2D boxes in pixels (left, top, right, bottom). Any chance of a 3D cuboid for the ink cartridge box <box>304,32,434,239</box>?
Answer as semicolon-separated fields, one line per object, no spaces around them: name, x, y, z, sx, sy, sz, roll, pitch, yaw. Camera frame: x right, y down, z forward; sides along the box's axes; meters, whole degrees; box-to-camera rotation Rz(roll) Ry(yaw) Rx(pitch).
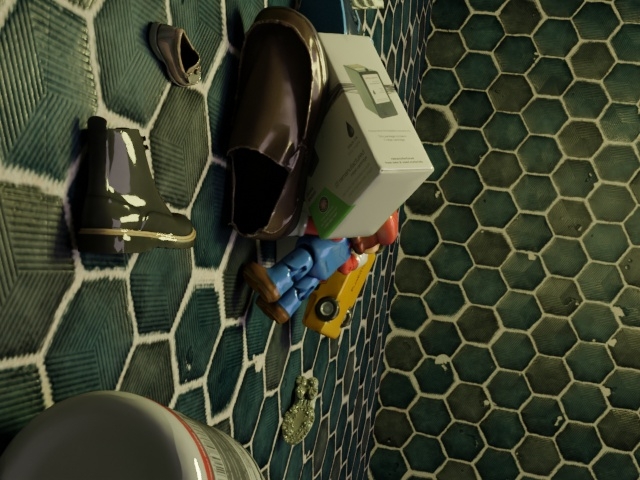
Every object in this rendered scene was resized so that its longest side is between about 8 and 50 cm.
ink cartridge box;0.041;-0.168;1.227;0.198;0.114;0.273;-50;-126;47

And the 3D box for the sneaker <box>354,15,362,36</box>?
sneaker;0.073;-0.402;1.716;0.222;0.083;0.118;77;24;-54

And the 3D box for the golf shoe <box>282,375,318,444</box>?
golf shoe;-0.042;0.403;1.741;0.086;0.069;0.176;92;14;-47

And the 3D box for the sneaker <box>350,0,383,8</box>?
sneaker;0.077;-0.578;1.627;0.293;0.102;0.146;-54;145;-73

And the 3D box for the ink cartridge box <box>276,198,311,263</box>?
ink cartridge box;-0.026;-0.054;1.485;0.153;0.086;0.209;-55;150;-61

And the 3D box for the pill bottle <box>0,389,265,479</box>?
pill bottle;-0.171;0.292;0.804;0.363;0.210;0.210;66;34;-66

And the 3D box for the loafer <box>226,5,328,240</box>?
loafer;-0.070;-0.161;1.134;0.130;0.133;0.366;-49;144;-68

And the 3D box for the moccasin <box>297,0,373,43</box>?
moccasin;0.028;-0.308;1.415;0.116;0.137;0.342;-18;111;-50

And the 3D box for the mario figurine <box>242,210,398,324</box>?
mario figurine;0.000;0.000;1.366;0.320;0.170;0.198;-37;174;-19

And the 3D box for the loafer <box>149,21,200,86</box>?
loafer;-0.165;-0.218;0.905;0.125;0.039;0.045;53;46;-72

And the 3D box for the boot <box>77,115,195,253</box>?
boot;-0.191;-0.058;0.831;0.198;0.076;0.137;-12;104;-77

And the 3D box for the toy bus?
toy bus;0.045;0.037;1.628;0.333;0.130;0.108;-64;156;-5
